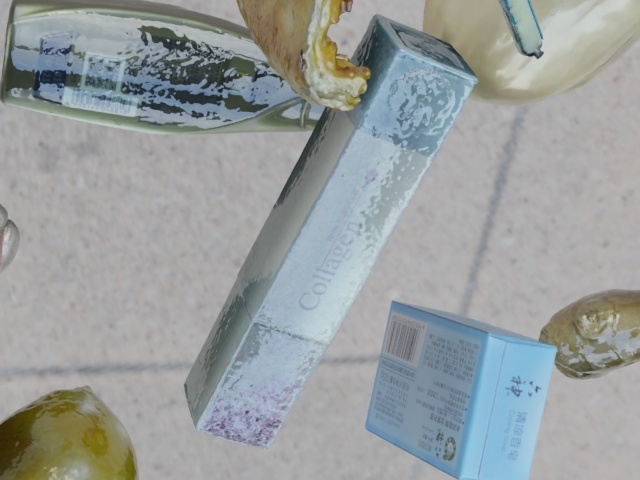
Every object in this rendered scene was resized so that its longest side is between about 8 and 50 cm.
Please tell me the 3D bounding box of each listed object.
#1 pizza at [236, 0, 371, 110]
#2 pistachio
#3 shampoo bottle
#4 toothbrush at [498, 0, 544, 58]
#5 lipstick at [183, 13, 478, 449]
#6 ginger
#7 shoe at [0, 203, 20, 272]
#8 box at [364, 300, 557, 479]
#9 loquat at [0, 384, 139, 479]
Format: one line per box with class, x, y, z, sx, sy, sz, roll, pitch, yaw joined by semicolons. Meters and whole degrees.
pizza;-0.019;-0.192;1.010;0.056;0.271;0.134;4;125;-26
pistachio;0.219;-0.245;1.348;0.187;0.187;0.299;26;120;-33
shampoo bottle;-0.126;-0.159;1.431;0.350;0.084;0.125;7;118;-11
toothbrush;0.090;-0.202;0.869;0.026;0.028;0.294;-45;138;-10
lipstick;0.000;0.000;1.046;0.066;0.068;0.317;19;113;-24
ginger;0.312;0.085;1.442;0.148;0.081;0.334;14;160;-29
shoe;-0.406;-0.001;1.213;0.172;0.198;0.351;-6;149;40
box;0.135;0.150;1.500;0.083;0.232;0.142;12;91;-23
loquat;-0.219;0.206;1.199;0.152;0.195;0.152;8;161;3
